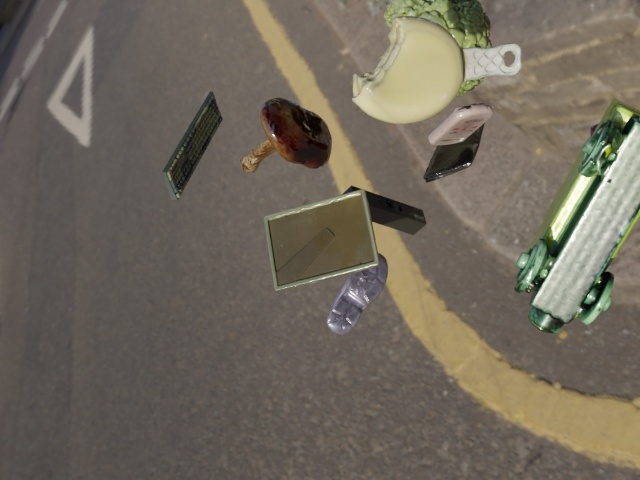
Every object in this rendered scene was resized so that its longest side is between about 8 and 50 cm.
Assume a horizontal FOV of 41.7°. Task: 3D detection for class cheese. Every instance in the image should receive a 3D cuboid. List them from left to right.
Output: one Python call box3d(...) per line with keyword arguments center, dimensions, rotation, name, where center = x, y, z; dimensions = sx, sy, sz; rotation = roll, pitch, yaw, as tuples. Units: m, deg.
box3d(center=(0.180, -0.247, 1.288), dimensions=(0.071, 0.248, 0.164), rotation=(-118, 41, -70), name="cheese")

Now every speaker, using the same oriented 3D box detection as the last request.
box3d(center=(0.128, -0.060, 1.702), dimensions=(0.046, 0.191, 0.040), rotation=(-42, 44, 39), name="speaker")

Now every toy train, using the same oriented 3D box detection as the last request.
box3d(center=(0.493, -0.050, 1.501), dimensions=(0.442, 0.179, 0.272), rotation=(-65, -6, 20), name="toy train")

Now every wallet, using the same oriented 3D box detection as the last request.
box3d(center=(0.318, -0.213, 1.960), dimensions=(0.124, 0.025, 0.244), rotation=(-21, 22, 30), name="wallet")

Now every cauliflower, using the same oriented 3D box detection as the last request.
box3d(center=(0.251, -0.470, 1.981), dimensions=(0.281, 0.260, 0.327), rotation=(-3, 56, 39), name="cauliflower")

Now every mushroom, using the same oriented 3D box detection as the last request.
box3d(center=(-0.106, -0.205, 1.835), dimensions=(0.217, 0.227, 0.148), rotation=(-23, 62, 28), name="mushroom")

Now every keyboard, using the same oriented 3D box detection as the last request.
box3d(center=(-0.180, -0.136, 1.197), dimensions=(0.014, 0.055, 0.176), rotation=(6, 49, 19), name="keyboard")

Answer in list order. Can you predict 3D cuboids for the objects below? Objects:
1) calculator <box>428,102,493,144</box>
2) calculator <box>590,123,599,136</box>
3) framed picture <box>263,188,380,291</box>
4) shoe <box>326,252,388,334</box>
box3d(center=(0.310, -0.256, 1.869), dimensions=(0.175, 0.100, 0.032), rotation=(-44, 58, 61), name="calculator")
box3d(center=(0.648, -0.199, 1.693), dimensions=(0.190, 0.034, 0.127), rotation=(-13, 58, 23), name="calculator")
box3d(center=(0.000, 0.000, 1.544), dimensions=(0.203, 0.015, 0.150), rotation=(-16, 70, 14), name="framed picture")
box3d(center=(0.098, 0.141, 2.284), dimensions=(0.245, 0.095, 0.137), rotation=(-57, 5, -2), name="shoe")
